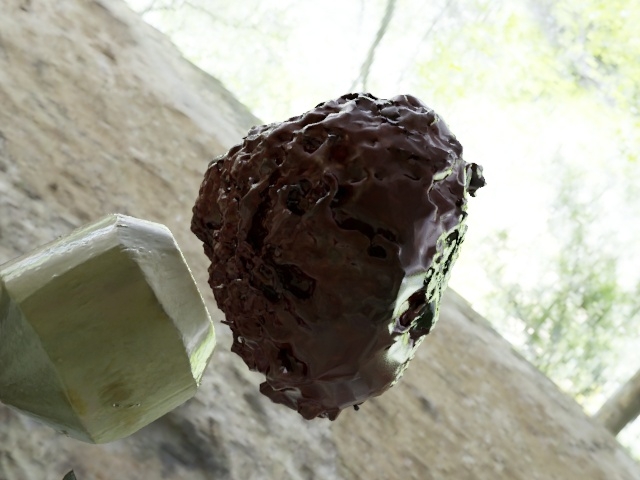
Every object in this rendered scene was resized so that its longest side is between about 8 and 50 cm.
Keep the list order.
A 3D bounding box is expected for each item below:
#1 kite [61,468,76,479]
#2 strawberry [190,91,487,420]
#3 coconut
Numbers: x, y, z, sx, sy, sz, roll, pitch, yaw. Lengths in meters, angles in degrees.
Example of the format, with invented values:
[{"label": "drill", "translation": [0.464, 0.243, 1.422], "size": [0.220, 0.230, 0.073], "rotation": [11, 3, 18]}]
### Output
[{"label": "kite", "translation": [-0.261, 0.293, 0.891], "size": [0.016, 0.229, 0.127], "rotation": [17, -129, -43]}, {"label": "strawberry", "translation": [0.000, 0.000, 0.799], "size": [0.221, 0.274, 0.274], "rotation": [21, -166, 13]}, {"label": "coconut", "translation": [-0.231, 0.093, 1.030], "size": [0.241, 0.241, 0.241], "rotation": [32, -162, -12]}]
